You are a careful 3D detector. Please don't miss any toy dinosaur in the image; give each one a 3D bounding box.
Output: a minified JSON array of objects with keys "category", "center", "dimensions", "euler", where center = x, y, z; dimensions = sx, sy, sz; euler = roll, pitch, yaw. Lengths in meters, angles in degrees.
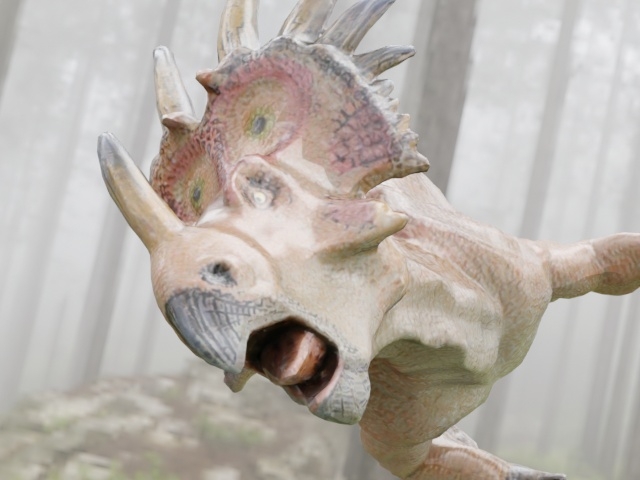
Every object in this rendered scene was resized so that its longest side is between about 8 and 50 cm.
[{"category":"toy dinosaur","center":[0.000,0.000,0.550],"dimensions":[0.200,0.127,0.296],"euler":[30,-10,-20]}]
